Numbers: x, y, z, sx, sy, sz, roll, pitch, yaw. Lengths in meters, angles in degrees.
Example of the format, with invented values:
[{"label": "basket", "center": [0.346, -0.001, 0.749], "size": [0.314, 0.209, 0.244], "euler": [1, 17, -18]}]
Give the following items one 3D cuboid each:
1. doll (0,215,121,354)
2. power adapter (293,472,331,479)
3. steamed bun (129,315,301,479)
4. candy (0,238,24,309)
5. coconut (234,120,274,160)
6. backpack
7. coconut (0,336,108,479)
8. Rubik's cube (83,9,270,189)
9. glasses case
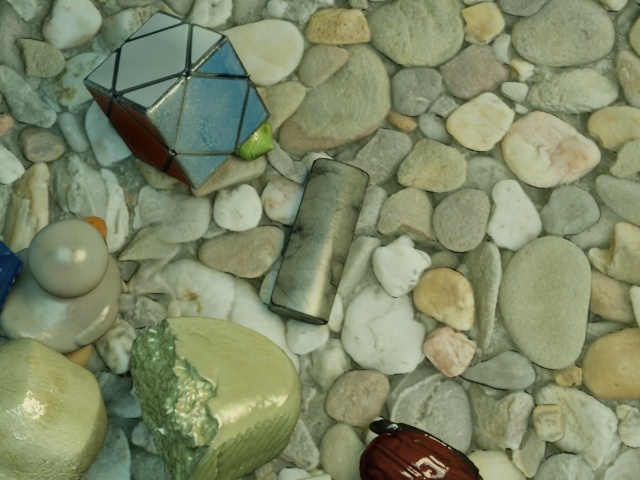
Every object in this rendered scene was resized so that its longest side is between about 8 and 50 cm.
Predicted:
[{"label": "doll", "center": [-0.436, 0.070, 1.648], "size": [0.221, 0.221, 0.251], "euler": [32, 73, 6]}, {"label": "power adapter", "center": [-0.088, 0.494, 1.584], "size": [0.255, 0.124, 0.187], "euler": [-9, 72, -8]}, {"label": "steamed bun", "center": [-0.184, 0.247, 1.580], "size": [0.273, 0.290, 0.272], "euler": [-22, 68, -30]}, {"label": "candy", "center": [-0.629, 0.003, 1.666], "size": [0.331, 0.077, 0.187], "euler": [44, 116, 24]}, {"label": "coconut", "center": [-0.128, -0.193, 1.826], "size": [0.096, 0.088, 0.088], "euler": [24, 72, 9]}, {"label": "backpack", "center": [0.161, 0.386, 1.591], "size": [0.229, 0.229, 0.139], "euler": [29, 76, 5]}, {"label": "coconut", "center": [-0.481, 0.285, 1.545], "size": [0.247, 0.245, 0.245], "euler": [35, 69, -28]}, {"label": "Rubik's cube", "center": [-0.251, -0.251, 1.734], "size": [0.207, 0.205, 0.205], "euler": [29, 68, 40]}, {"label": "glasses case", "center": [0.000, 0.000, 1.784], "size": [0.114, 0.060, 0.299], "euler": [16, 72, 1]}]
